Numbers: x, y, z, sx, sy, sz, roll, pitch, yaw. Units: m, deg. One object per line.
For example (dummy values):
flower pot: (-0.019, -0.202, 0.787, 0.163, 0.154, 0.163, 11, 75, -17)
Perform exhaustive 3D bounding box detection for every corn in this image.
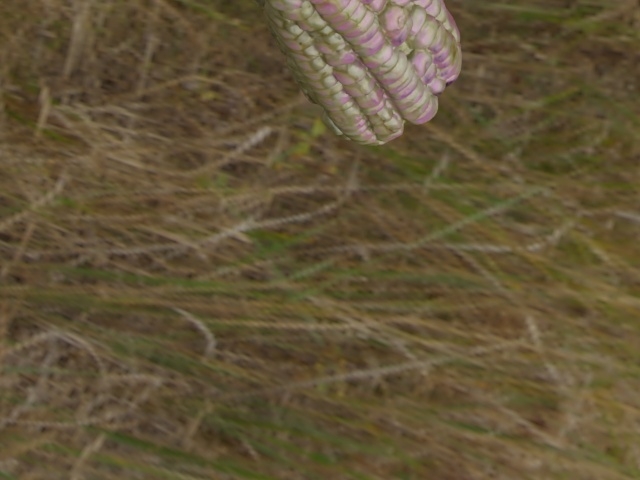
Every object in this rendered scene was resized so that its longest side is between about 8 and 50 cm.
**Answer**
corn: (0.010, -0.170, 1.111, 0.127, 0.126, 0.335, -59, 157, -9)
